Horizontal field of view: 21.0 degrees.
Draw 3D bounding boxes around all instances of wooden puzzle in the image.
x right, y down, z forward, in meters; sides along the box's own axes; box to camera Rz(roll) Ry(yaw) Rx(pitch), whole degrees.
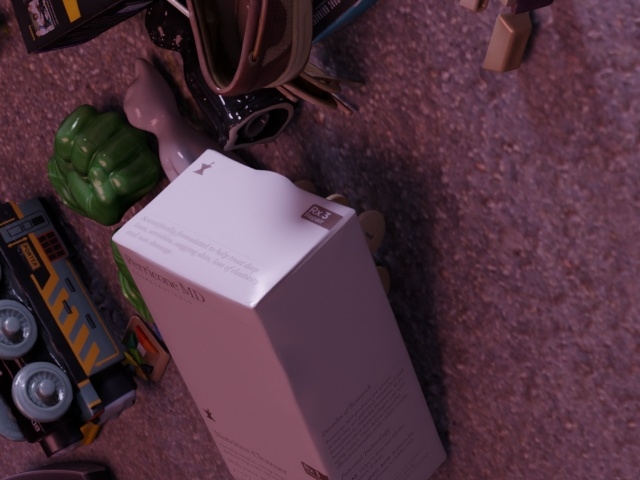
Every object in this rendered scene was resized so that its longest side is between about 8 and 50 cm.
[{"bbox_3d":[-0.223,0.139,2.195,0.078,0.014,0.116,42,140,21],"label":"wooden puzzle"}]

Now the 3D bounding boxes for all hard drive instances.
[{"bbox_3d":[-0.356,0.397,2.492,0.254,0.054,0.172,-15,103,52],"label":"hard drive"}]

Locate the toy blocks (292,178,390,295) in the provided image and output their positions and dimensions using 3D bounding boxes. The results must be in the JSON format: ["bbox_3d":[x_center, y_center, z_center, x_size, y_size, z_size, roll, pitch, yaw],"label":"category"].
[{"bbox_3d":[0.000,0.000,1.810,0.148,0.054,0.123,25,134,39],"label":"toy blocks"}]

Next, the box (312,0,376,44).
[{"bbox_3d":[-0.032,-0.314,1.621,0.244,0.060,0.100,58,142,1],"label":"box"}]

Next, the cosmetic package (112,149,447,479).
[{"bbox_3d":[-0.034,0.114,1.762,0.217,0.156,0.385,22,148,41],"label":"cosmetic package"}]

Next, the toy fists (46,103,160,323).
[{"bbox_3d":[-0.217,-0.030,2.003,0.279,0.096,0.142,56,142,5],"label":"toy fists"}]

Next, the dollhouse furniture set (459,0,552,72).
[{"bbox_3d":[0.137,-0.203,1.502,0.081,0.091,0.114,54,149,32],"label":"dollhouse furniture set"}]

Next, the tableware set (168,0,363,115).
[{"bbox_3d":[-0.049,-0.195,1.699,0.194,0.128,0.039,40,106,24],"label":"tableware set"}]

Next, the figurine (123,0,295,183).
[{"bbox_3d":[-0.137,-0.148,1.849,0.209,0.092,0.215,52,144,23],"label":"figurine"}]

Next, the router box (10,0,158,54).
[{"bbox_3d":[-0.265,-0.373,1.791,0.243,0.081,0.309,-16,92,52],"label":"router box"}]

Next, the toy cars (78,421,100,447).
[{"bbox_3d":[-0.417,0.116,2.338,0.176,0.087,0.394,4,117,47],"label":"toy cars"}]

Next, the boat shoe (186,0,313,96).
[{"bbox_3d":[-0.084,-0.295,1.530,0.123,0.123,0.342,6,109,29],"label":"boat shoe"}]

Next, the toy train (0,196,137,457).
[{"bbox_3d":[-0.363,0.102,2.174,0.334,0.190,0.142,59,145,5],"label":"toy train"}]
